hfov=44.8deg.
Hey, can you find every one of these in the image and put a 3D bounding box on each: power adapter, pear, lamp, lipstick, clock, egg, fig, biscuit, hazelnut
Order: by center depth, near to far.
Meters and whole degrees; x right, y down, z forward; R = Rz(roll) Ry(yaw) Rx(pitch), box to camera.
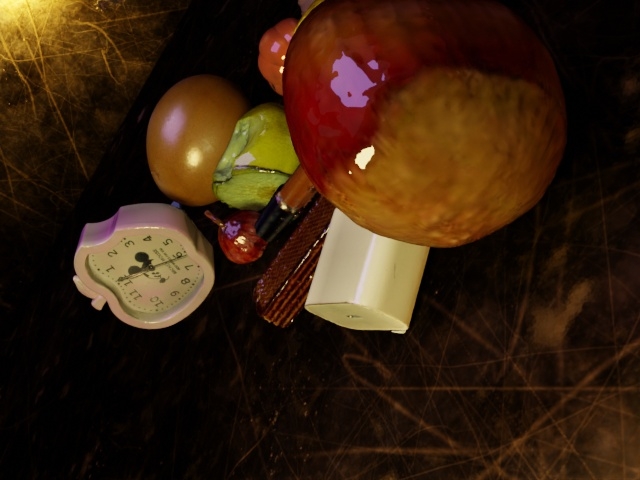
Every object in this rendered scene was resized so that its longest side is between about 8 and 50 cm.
[{"bbox_3d":[0.143,-0.189,1.086,0.353,0.420,0.421,125,157,-55],"label":"hazelnut"},{"bbox_3d":[0.090,0.014,1.305,0.187,0.124,0.255,-8,60,55],"label":"power adapter"},{"bbox_3d":[0.000,0.000,1.520,0.388,0.073,0.107,-52,29,17],"label":"biscuit"},{"bbox_3d":[-0.038,-0.110,1.574,0.418,0.077,0.077,134,150,-55],"label":"lipstick"},{"bbox_3d":[-0.178,-0.024,1.780,0.128,0.151,0.128,-19,20,7],"label":"fig"},{"bbox_3d":[-0.131,-0.216,1.830,0.292,0.159,0.293,-41,33,33],"label":"pear"},{"bbox_3d":[-0.053,-0.430,1.846,0.188,0.187,0.164,-53,37,17],"label":"lamp"},{"bbox_3d":[-0.430,0.065,1.913,0.338,0.338,0.102,-47,30,26],"label":"clock"},{"bbox_3d":[-0.309,-0.260,2.020,0.282,0.282,0.352,1,70,59],"label":"egg"}]

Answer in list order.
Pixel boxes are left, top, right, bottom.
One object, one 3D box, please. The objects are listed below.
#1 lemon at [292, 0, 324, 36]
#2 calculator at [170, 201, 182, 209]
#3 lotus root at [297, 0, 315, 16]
[{"bbox_3d":[0.082,-0.344,1.460,0.297,0.297,0.297,-39,37,37],"label":"lemon"},{"bbox_3d":[-0.433,-0.069,2.338,0.057,0.018,0.172,-51,31,23],"label":"calculator"},{"bbox_3d":[0.002,-0.643,2.048,0.135,0.095,0.160,-9,98,62],"label":"lotus root"}]
